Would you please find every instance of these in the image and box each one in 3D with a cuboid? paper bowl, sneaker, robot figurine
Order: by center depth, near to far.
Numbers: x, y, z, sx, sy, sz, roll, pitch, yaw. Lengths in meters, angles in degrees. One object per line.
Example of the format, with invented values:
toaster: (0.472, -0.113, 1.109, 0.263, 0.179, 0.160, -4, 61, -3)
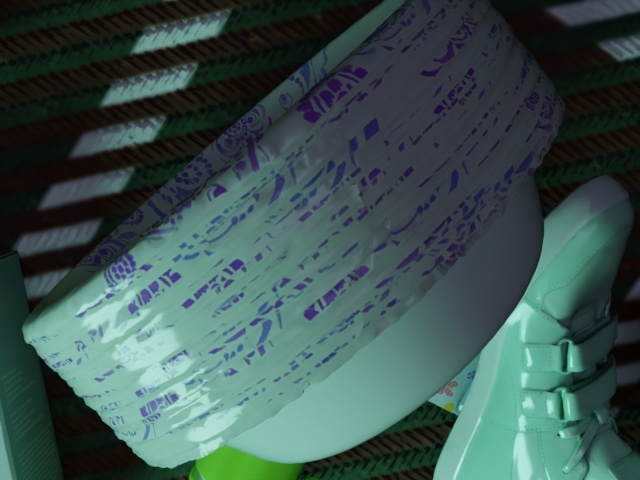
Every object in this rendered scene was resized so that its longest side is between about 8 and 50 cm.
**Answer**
paper bowl: (0.000, 0.000, 0.460, 0.284, 0.284, 0.148, -40, 100, 5)
sneaker: (0.168, 0.096, 0.510, 0.151, 0.094, 0.256, 34, 127, 34)
robot figurine: (-0.045, 0.144, 0.587, 0.101, 0.067, 0.115, 27, 97, -5)

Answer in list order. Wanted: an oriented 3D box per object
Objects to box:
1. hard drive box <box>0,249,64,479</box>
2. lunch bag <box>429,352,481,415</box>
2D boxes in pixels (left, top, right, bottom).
hard drive box: (-0.278, 0.137, 0.579, 0.181, 0.089, 0.232, -10, 97, 1)
lunch bag: (0.081, 0.061, 0.583, 0.071, 0.053, 0.083, 25, 106, 0)
